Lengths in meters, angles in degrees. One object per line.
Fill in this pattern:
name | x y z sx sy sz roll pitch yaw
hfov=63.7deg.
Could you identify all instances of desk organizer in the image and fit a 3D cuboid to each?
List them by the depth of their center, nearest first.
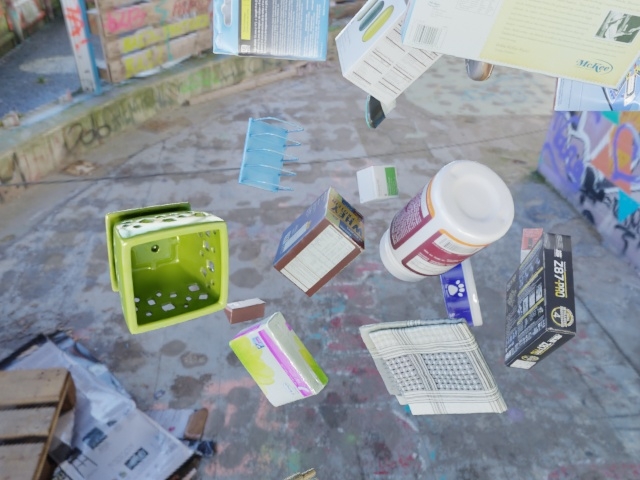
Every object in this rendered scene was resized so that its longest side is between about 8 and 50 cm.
desk organizer | -0.234 0.217 1.589 0.130 0.050 0.047 -6 20 -44

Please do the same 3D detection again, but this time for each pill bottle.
pill bottle | 0.322 -0.031 1.410 0.223 0.392 0.224 6 67 -15

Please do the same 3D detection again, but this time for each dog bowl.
dog bowl | 0.479 0.167 1.770 0.104 0.265 0.265 -12 32 14

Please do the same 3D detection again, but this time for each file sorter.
file sorter | -0.120 -0.217 1.311 0.118 0.171 0.104 11 -2 -39

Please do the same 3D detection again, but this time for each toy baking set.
toy baking set | -0.094 0.587 1.196 0.256 0.197 0.030 -15 60 -35

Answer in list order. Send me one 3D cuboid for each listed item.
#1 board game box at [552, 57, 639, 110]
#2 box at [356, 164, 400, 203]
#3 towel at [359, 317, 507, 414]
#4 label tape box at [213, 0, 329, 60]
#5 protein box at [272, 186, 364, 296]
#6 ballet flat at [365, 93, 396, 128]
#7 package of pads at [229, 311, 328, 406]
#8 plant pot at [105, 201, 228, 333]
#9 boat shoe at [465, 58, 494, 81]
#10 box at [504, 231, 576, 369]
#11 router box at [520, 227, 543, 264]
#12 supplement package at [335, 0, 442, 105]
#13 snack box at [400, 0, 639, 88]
board game box | 0.450 -0.343 0.788 0.144 0.282 0.027 5 23 20
box | 0.173 -0.169 1.548 0.087 0.101 0.102 -6 -1 -24
towel | 0.289 0.344 1.372 0.324 0.312 0.056 -12 27 38
label tape box | -0.152 -0.689 1.572 0.347 0.250 0.115 -1 21 -13
protein box | 0.000 0.000 1.366 0.136 0.201 0.200 41 23 -15
ballet flat | 0.210 -0.492 1.774 0.096 0.095 0.281 -13 43 21
package of pads | -0.148 0.408 1.737 0.229 0.297 0.101 -30 8 38
plant pot | -0.352 0.040 1.150 0.227 0.229 0.207 -13 30 -34
boat shoe | 0.426 -0.522 1.180 0.116 0.325 0.123 15 5 -8
box | 0.687 0.206 1.645 0.097 0.395 0.319 7 62 5
router box | 0.883 0.148 2.142 0.082 0.336 0.301 0 18 24
supplement package | 0.210 -0.594 1.539 0.198 0.262 0.200 22 45 -34
snack box | 0.286 -0.321 0.672 0.321 0.187 0.060 10 49 -4
